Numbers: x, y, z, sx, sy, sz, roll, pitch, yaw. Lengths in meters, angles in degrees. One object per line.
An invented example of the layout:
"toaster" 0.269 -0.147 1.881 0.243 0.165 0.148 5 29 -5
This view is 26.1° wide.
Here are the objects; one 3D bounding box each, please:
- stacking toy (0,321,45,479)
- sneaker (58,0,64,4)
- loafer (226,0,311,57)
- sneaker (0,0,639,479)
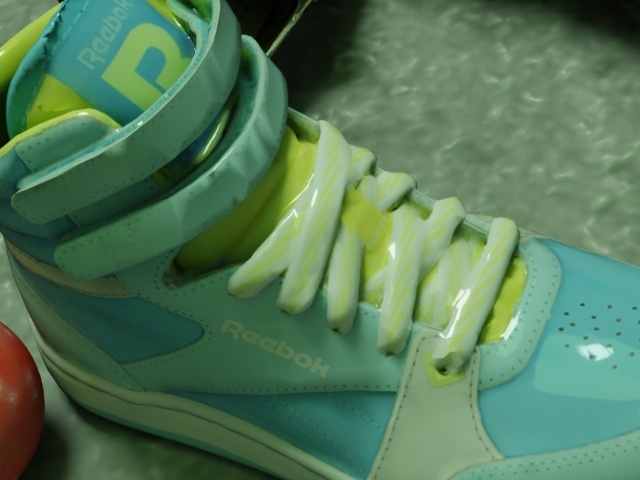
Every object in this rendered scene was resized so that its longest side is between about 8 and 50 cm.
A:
"stacking toy" -0.265 0.041 0.617 0.330 0.141 0.141 16 58 21
"sneaker" -0.057 -0.207 0.747 0.222 0.118 0.083 -30 48 -7
"loafer" -0.033 -0.151 0.671 0.092 0.102 0.268 0 65 58
"sneaker" 0.000 0.000 0.490 0.319 0.208 0.127 8 53 24
